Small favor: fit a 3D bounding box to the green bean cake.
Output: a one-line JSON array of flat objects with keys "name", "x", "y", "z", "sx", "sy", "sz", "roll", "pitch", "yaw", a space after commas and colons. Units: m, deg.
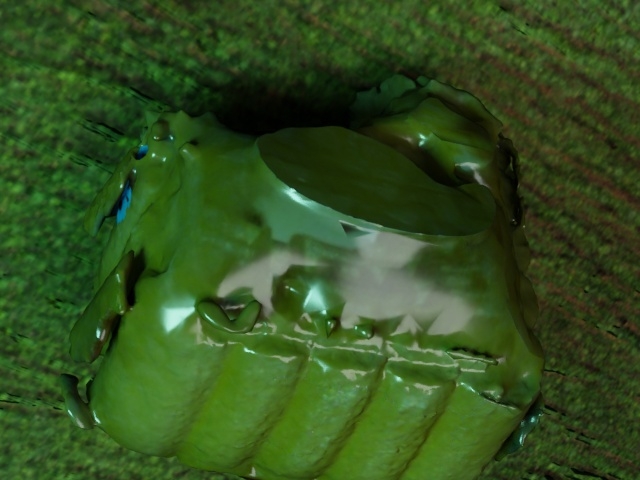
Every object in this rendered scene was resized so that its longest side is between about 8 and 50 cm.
[{"name": "green bean cake", "x": 0.000, "y": 0.000, "z": 1.092, "sx": 0.310, "sy": 0.285, "sz": 0.202, "roll": 13, "pitch": 138, "yaw": -20}]
